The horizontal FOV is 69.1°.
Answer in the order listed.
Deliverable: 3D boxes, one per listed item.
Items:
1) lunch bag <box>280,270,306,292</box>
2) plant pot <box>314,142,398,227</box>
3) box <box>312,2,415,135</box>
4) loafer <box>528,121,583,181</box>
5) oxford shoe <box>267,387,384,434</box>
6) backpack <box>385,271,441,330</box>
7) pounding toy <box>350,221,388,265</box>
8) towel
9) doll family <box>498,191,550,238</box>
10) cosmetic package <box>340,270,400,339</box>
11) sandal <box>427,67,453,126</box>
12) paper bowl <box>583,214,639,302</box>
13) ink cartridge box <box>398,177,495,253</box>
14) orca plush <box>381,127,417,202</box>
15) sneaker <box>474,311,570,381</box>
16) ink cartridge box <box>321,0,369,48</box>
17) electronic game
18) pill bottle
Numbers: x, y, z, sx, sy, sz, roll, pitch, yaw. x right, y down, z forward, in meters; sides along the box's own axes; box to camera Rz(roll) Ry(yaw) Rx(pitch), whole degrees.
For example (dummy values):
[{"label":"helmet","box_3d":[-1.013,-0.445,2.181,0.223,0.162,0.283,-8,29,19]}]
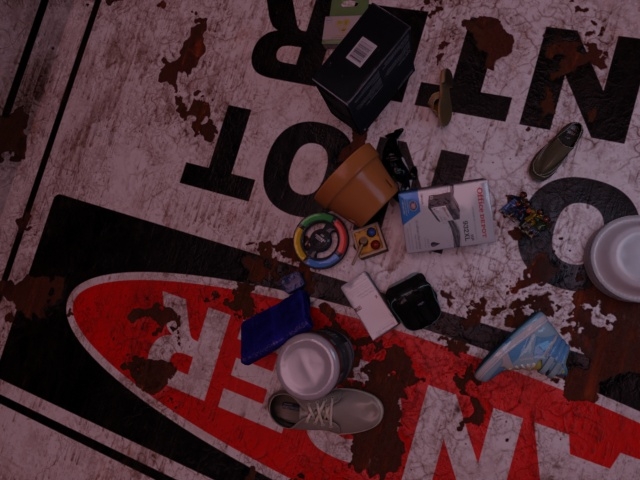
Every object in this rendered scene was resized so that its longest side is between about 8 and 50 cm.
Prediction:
[{"label":"lunch bag","box_3d":[-0.108,0.170,1.833,0.098,0.065,0.067,-26,74,4]},{"label":"plant pot","box_3d":[0.148,-0.186,1.715,0.203,0.291,0.291,44,95,3]},{"label":"box","box_3d":[0.172,-0.621,1.737,0.179,0.312,0.343,41,93,16]},{"label":"loafer","box_3d":[0.831,-0.322,1.640,0.094,0.087,0.251,36,93,16]},{"label":"oxford shoe","box_3d":[0.006,0.629,1.711,0.448,0.130,0.169,0,81,13]},{"label":"backpack","box_3d":[0.335,0.221,1.662,0.165,0.144,0.188,-31,113,6]},{"label":"pounding toy","box_3d":[0.173,0.016,1.761,0.141,0.100,0.130,-20,78,11]},{"label":"towel","box_3d":[-0.174,0.319,1.759,0.308,0.228,0.076,-33,116,10]},{"label":"doll family","box_3d":[0.728,-0.098,1.646,0.111,0.076,0.193,-45,71,10]},{"label":"cosmetic package","box_3d":[0.186,0.242,1.737,0.117,0.085,0.231,-36,74,8]},{"label":"sandal","box_3d":[0.454,-0.539,1.789,0.079,0.088,0.240,-5,72,46]},{"label":"paper bowl","box_3d":[1.028,0.058,1.509,0.284,0.148,0.285,-2,83,15]},{"label":"ink cartridge box","box_3d":[0.448,-0.088,1.663,0.307,0.129,0.223,-8,97,13]},{"label":"orca plush","box_3d":[0.293,-0.292,1.770,0.151,0.102,0.288,6,84,15]},{"label":"sneaker","box_3d":[0.692,0.414,1.560,0.319,0.127,0.208,-44,73,6]},{"label":"ink cartridge box","box_3d":[0.106,-0.915,1.929,0.171,0.056,0.235,6,86,16]},{"label":"electronic game","box_3d":[0.000,0.000,1.836,0.229,0.048,0.230,-2,82,15]},{"label":"pill bottle","box_3d":[0.000,0.415,1.617,0.210,0.363,0.210,-2,83,14]}]
